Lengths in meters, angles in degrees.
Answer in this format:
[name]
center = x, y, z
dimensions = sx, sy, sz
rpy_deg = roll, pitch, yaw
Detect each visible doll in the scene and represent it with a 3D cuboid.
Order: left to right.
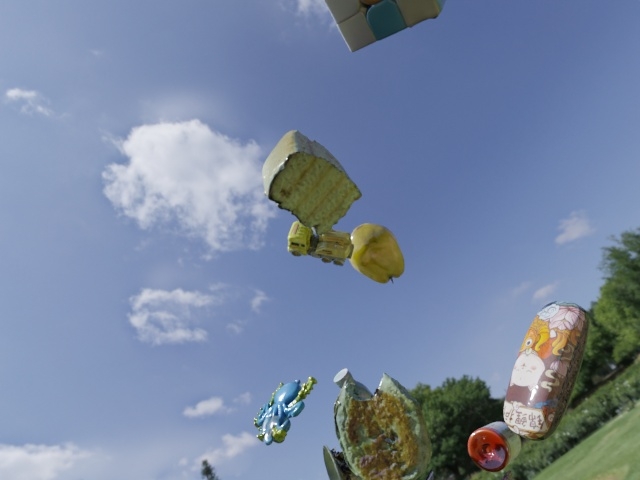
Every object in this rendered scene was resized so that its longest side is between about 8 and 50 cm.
[doll]
center = -0.150, 0.721, 1.736
dimensions = 0.346, 0.099, 0.341
rpy_deg = -36, 14, 36

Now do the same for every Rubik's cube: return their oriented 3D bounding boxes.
[Rubik's cube]
center = 0.206, -0.891, 1.301
dimensions = 0.344, 0.346, 0.347
rpy_deg = 51, -131, -34

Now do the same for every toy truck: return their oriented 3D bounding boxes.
[toy truck]
center = 0.000, 0.000, 1.666
dimensions = 0.271, 0.124, 0.157
rpy_deg = 12, -33, 11

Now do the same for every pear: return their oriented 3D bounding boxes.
[pear]
center = 0.297, 0.065, 2.179
dimensions = 0.284, 0.336, 0.285
rpy_deg = -33, -39, -31

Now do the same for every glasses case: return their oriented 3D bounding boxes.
[glasses case]
center = 0.505, 0.283, 0.913
dimensions = 0.321, 0.082, 0.122
rpy_deg = -62, 12, -16

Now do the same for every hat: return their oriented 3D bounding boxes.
[hat]
center = 0.111, 0.873, 1.513
dimensions = 0.129, 0.257, 0.257
rpy_deg = -14, -40, -16

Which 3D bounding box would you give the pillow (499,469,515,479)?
[pillow]
center = 0.422, 0.653, 0.991
dimensions = 0.185, 0.043, 0.118
rpy_deg = -41, -59, -13

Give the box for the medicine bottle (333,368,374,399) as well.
[medicine bottle]
center = 0.141, 0.571, 1.484
dimensions = 0.090, 0.217, 0.090
rpy_deg = -39, 4, 3

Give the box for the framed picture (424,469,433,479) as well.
[framed picture]
center = 0.182, 0.603, 0.826
dimensions = 0.200, 0.010, 0.195
rpy_deg = -66, -14, 9

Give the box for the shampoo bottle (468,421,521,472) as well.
[shampoo bottle]
center = 0.505, 0.574, 1.155
dimensions = 0.104, 0.104, 0.278
rpy_deg = -46, -35, 14

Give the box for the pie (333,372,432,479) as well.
[pie]
center = 0.161, 0.519, 1.106
dimensions = 0.303, 0.303, 0.066
rpy_deg = -50, -25, 19

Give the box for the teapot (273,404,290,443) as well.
[teapot]
center = -0.184, 0.825, 1.835
dimensions = 0.111, 0.149, 0.108
rpy_deg = -45, -70, -4

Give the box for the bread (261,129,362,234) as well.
[bread]
center = -0.063, -0.227, 1.423
dimensions = 0.239, 0.264, 0.395
rpy_deg = -43, -39, 13
